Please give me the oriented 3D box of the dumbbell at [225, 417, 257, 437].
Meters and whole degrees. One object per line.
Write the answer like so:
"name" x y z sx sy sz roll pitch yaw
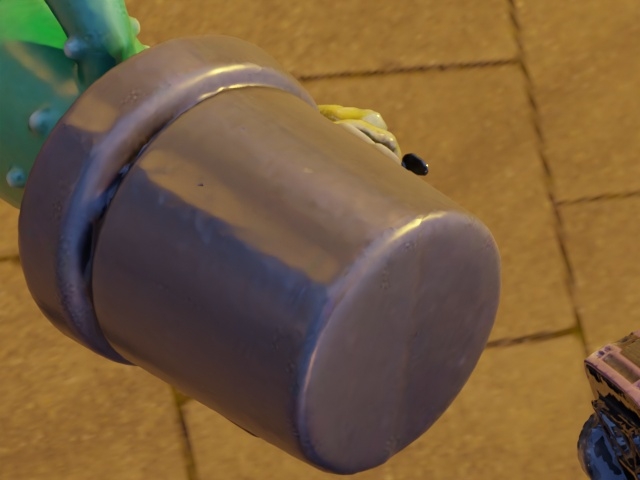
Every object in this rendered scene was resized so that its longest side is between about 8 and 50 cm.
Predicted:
"dumbbell" -0.056 0.115 2.074 0.140 0.225 0.124 37 98 -8

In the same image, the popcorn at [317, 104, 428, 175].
"popcorn" -0.002 -0.001 1.420 0.169 0.189 0.218 -20 48 -31

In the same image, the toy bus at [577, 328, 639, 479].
"toy bus" 0.173 0.115 0.687 0.108 0.096 0.199 -27 101 -2

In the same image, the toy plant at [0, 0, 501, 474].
"toy plant" -0.091 -0.029 1.073 0.185 0.400 0.279 -50 144 -9
